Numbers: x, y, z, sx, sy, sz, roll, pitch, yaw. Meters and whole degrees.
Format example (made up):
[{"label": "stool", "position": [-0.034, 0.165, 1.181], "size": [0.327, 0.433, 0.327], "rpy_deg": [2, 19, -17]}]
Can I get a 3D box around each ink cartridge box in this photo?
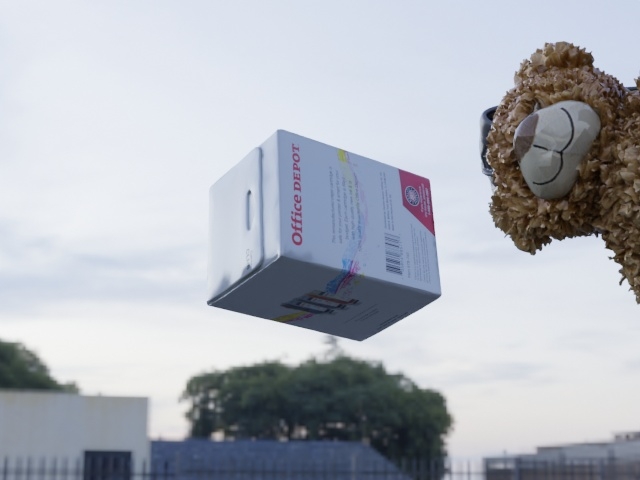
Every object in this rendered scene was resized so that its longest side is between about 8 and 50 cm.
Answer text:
[{"label": "ink cartridge box", "position": [0.000, 0.000, 1.044], "size": [0.176, 0.128, 0.127], "rpy_deg": [17, -32, -32]}]

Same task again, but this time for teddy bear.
[{"label": "teddy bear", "position": [0.259, -0.039, 0.768], "size": [0.338, 0.245, 0.113], "rpy_deg": [34, 37, 23]}]

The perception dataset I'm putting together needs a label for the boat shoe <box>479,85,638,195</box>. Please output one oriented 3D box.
[{"label": "boat shoe", "position": [0.327, -0.122, 1.181], "size": [0.335, 0.112, 0.095], "rpy_deg": [-13, -60, 11]}]
